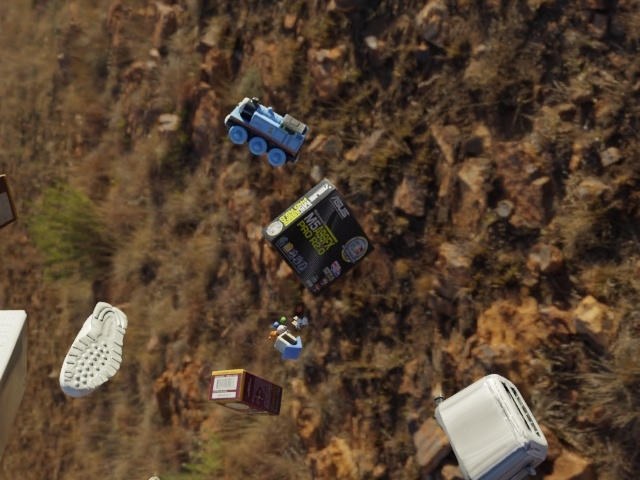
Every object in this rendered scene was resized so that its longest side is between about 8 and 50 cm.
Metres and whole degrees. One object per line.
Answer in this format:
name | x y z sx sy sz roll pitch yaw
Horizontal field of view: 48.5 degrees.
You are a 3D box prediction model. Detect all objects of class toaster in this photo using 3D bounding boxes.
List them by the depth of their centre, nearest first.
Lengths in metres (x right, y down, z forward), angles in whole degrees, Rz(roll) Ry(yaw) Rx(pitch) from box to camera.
toaster | 0.322 0.358 1.348 0.146 0.129 0.227 -39 45 18

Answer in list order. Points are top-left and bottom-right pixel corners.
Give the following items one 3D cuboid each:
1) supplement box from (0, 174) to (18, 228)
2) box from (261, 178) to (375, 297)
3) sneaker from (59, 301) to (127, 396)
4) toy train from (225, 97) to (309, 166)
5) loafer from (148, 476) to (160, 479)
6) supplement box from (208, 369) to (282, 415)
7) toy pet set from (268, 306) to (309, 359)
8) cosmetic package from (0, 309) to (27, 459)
supplement box | -0.925 -0.081 1.845 0.194 0.192 0.129 -122 20 -77
box | 0.000 0.000 1.854 0.216 0.270 0.060 -39 44 -4
sneaker | -0.416 0.212 1.283 0.095 0.090 0.235 -45 16 20
toy train | -0.118 -0.243 1.570 0.105 0.184 0.080 -57 6 27
loafer | -0.560 0.826 2.399 0.045 0.039 0.125 -60 -7 -7
supplement box | -0.196 0.408 1.888 0.104 0.188 0.080 -9 61 30
toy pet set | -0.072 0.244 1.779 0.065 0.122 0.114 33 123 20
cosmetic package | -0.532 0.249 0.923 0.385 0.217 0.156 -111 29 -61
